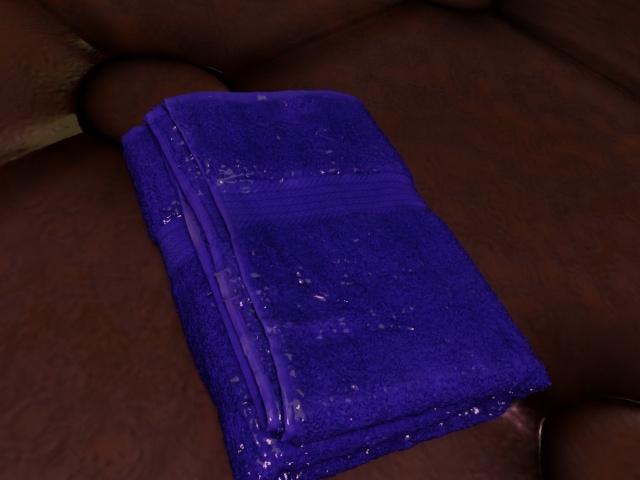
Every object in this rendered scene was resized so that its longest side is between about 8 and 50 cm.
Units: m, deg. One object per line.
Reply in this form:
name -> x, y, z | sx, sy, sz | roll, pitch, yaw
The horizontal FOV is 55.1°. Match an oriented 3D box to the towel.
towel -> 0.000, 0.000, 0.445 | 0.227, 0.076, 0.308 | -11, 54, -23
